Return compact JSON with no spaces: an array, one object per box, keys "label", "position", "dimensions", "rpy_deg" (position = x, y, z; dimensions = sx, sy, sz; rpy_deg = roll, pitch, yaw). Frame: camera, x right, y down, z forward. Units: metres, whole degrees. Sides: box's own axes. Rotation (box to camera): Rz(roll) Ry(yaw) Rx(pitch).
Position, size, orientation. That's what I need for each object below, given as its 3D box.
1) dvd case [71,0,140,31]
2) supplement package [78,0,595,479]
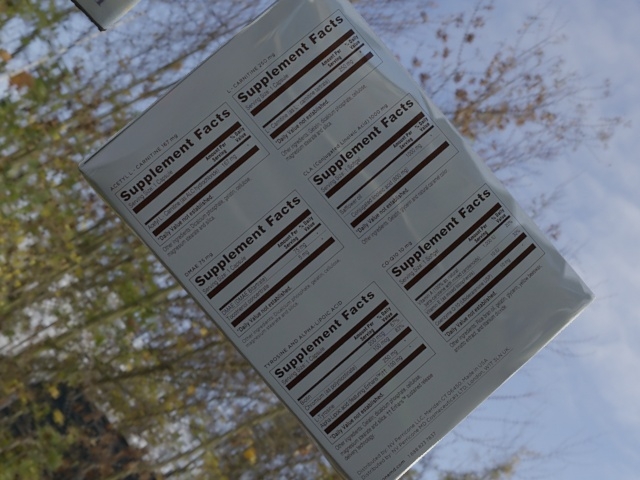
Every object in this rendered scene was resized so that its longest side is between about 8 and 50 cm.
[{"label":"dvd case","position":[-0.155,-0.261,0.611],"dimensions":[0.180,0.022,0.253],"rpy_deg":[46,-36,-20]},{"label":"supplement package","position":[0.000,0.000,0.498],"dimensions":[0.203,0.149,0.194],"rpy_deg":[50,-6,-2]}]
